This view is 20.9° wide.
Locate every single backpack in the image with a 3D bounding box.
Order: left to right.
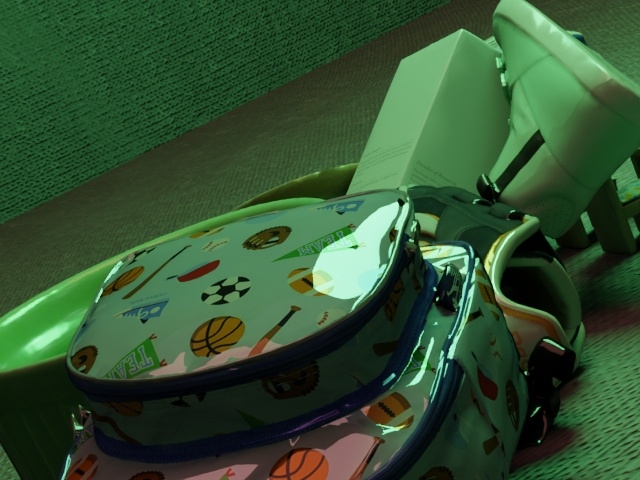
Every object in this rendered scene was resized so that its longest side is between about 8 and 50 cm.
[{"bbox_3d":[-0.018,0.108,0.943,0.276,0.213,0.263,-18,30,19],"label":"backpack"}]

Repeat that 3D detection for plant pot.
[{"bbox_3d":[0.000,0.000,1.573,0.236,0.032,0.236,-16,-22,-7],"label":"plant pot"}]

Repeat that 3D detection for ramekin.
[{"bbox_3d":[-0.104,0.096,1.288,0.303,0.148,0.303,-21,11,5],"label":"ramekin"}]

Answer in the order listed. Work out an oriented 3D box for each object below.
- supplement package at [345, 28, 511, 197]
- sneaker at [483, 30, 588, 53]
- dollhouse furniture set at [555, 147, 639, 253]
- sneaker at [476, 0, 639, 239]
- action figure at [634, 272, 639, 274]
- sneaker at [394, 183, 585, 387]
[{"bbox_3d":[0.103,-0.067,1.456,0.105,0.105,0.179,-21,43,61],"label":"supplement package"},{"bbox_3d":[0.208,-0.196,2.103,0.131,0.112,0.296,-8,19,48],"label":"sneaker"},{"bbox_3d":[0.302,-0.106,1.404,0.212,0.161,0.242,-27,13,-19],"label":"dollhouse furniture set"},{"bbox_3d":[0.156,-0.094,1.346,0.151,0.094,0.256,-54,22,13],"label":"sneaker"},{"bbox_3d":[0.330,0.006,1.082,0.137,0.063,0.232,-6,3,-42],"label":"action figure"},{"bbox_3d":[0.114,0.037,1.216,0.127,0.126,0.321,-25,22,12],"label":"sneaker"}]
